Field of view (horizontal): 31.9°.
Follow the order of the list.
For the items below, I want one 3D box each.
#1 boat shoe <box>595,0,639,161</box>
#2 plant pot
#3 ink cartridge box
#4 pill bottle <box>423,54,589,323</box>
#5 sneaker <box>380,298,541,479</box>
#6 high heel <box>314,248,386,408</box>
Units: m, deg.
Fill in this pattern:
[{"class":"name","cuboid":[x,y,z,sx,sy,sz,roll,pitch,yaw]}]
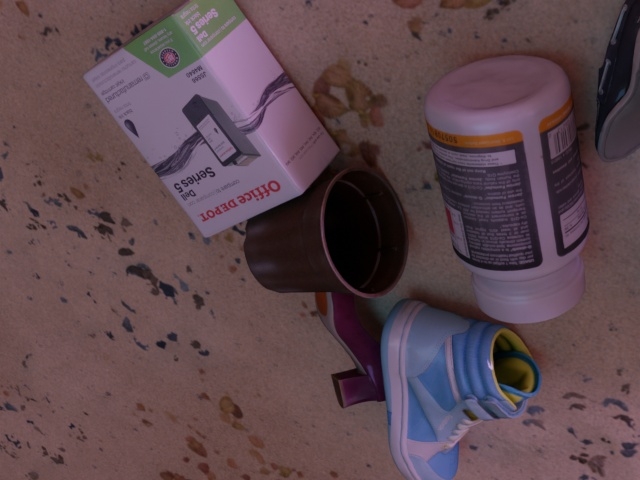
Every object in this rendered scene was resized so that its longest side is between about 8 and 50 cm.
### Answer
[{"class":"boat shoe","cuboid":[0.331,-0.174,1.189,0.206,0.075,0.065,96,156,-46]},{"class":"plant pot","cuboid":[0.000,0.000,1.454,0.165,0.167,0.167,-11,118,43]},{"class":"ink cartridge box","cuboid":[-0.138,-0.162,1.438,0.198,0.114,0.272,-22,110,42]},{"class":"pill bottle","cuboid":[0.218,-0.054,1.266,0.162,0.162,0.278,4,126,30]},{"class":"sneaker","cuboid":[0.203,0.235,1.533,0.208,0.127,0.318,8,129,28]},{"class":"high heel","cuboid":[0.064,0.118,1.588,0.082,0.117,0.244,-157,54,-72]}]
